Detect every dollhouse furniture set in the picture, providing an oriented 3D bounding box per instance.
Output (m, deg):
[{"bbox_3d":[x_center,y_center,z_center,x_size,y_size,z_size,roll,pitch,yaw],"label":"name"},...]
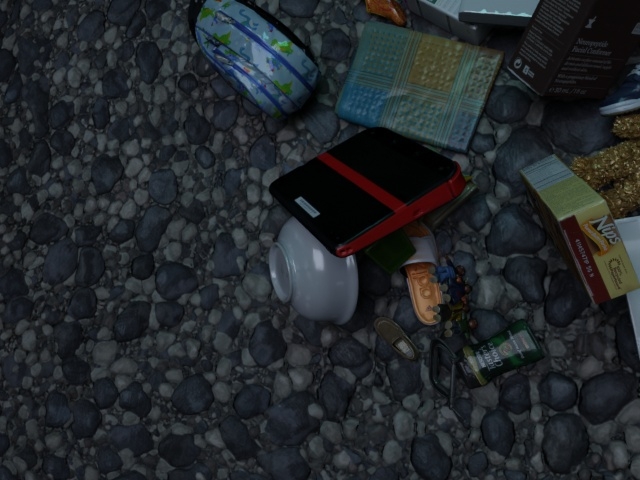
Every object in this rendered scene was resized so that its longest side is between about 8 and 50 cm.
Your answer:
[{"bbox_3d":[0.186,-0.104,1.282,0.301,0.151,0.197,-43,53,4],"label":"dollhouse furniture set"}]

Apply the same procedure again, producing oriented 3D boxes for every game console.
[{"bbox_3d":[0.095,-0.125,1.262,0.342,0.060,0.386,-32,35,-11],"label":"game console"}]

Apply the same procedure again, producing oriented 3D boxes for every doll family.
[{"bbox_3d":[0.306,0.128,1.270,0.076,0.111,0.193,1,95,55],"label":"doll family"}]

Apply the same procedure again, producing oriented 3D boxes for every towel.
[{"bbox_3d":[0.240,-0.390,1.407,0.370,0.040,0.272,21,92,21],"label":"towel"}]

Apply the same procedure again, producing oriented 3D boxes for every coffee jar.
[{"bbox_3d":[0.389,0.253,1.230,0.184,0.079,0.096,-31,72,16],"label":"coffee jar"}]

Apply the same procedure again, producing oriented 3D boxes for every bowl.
[{"bbox_3d":[-0.036,0.065,1.308,0.134,0.298,0.298,-10,75,-22],"label":"bowl"}]

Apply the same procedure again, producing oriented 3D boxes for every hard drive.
[{"bbox_3d":[0.449,-0.630,1.271,0.202,0.040,0.308,12,76,18],"label":"hard drive"}]

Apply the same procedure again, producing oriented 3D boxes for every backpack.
[{"bbox_3d":[-0.163,-0.481,1.464,0.355,0.290,0.273,25,86,14],"label":"backpack"}]

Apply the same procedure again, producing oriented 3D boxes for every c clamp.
[{"bbox_3d":[0.286,0.302,1.247,0.022,0.137,0.161,-10,105,-21],"label":"c clamp"}]

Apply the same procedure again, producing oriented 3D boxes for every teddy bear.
[{"bbox_3d":[0.693,-0.160,1.151,0.337,0.113,0.245,-11,81,20],"label":"teddy bear"}]

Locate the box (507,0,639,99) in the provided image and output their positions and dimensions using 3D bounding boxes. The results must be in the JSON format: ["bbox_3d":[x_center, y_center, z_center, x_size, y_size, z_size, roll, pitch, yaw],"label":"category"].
[{"bbox_3d":[0.557,-0.478,1.096,0.143,0.191,0.382,-118,33,-41],"label":"box"}]

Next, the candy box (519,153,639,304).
[{"bbox_3d":[0.488,-0.035,1.079,0.087,0.316,0.183,-25,107,16],"label":"candy box"}]

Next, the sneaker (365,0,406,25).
[{"bbox_3d":[0.163,-0.612,1.466,0.067,0.064,0.175,-51,61,28],"label":"sneaker"}]

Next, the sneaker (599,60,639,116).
[{"bbox_3d":[0.692,-0.373,1.151,0.282,0.099,0.153,-25,100,4],"label":"sneaker"}]

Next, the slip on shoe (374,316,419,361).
[{"bbox_3d":[0.180,0.236,1.337,0.051,0.041,0.135,-46,69,10],"label":"slip on shoe"}]

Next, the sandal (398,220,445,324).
[{"bbox_3d":[0.236,0.067,1.320,0.101,0.076,0.265,-19,75,18],"label":"sandal"}]

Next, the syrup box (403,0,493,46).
[{"bbox_3d":[0.316,-0.586,1.372,0.237,0.096,0.093,39,95,21],"label":"syrup box"}]

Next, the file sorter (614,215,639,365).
[{"bbox_3d":[0.687,0.092,1.082,0.192,0.173,0.278,-10,79,19],"label":"file sorter"}]
